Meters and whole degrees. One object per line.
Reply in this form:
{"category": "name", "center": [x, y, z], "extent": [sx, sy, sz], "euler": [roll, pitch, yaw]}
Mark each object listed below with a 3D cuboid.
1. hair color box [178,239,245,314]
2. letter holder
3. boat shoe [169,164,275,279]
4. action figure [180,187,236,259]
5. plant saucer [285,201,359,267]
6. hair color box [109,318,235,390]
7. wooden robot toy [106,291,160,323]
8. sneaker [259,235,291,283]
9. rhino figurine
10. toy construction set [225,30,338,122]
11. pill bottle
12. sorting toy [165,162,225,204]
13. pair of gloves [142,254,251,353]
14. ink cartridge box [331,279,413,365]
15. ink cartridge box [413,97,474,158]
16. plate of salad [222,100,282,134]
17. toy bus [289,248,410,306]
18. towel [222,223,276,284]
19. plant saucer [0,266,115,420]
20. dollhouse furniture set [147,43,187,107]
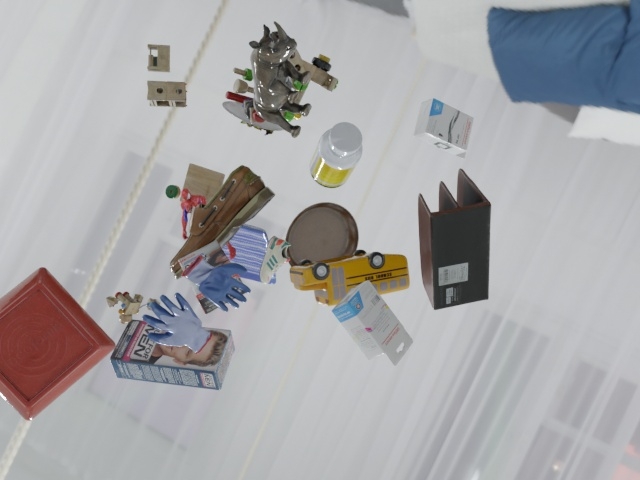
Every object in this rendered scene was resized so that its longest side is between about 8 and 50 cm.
{"category": "hair color box", "center": [-0.219, 0.070, 1.333], "extent": [0.167, 0.093, 0.053], "euler": [45, 161, 56]}
{"category": "letter holder", "center": [0.332, -0.010, 1.734], "extent": [0.152, 0.301, 0.214], "euler": [-11, -144, -4]}
{"category": "boat shoe", "center": [-0.239, -0.041, 1.485], "extent": [0.104, 0.307, 0.111], "euler": [48, -167, -1]}
{"category": "action figure", "center": [-0.341, -0.023, 1.924], "extent": [0.092, 0.139, 0.280], "euler": [-11, 131, 16]}
{"category": "plant saucer", "center": [0.000, 0.000, 2.556], "extent": [0.311, 0.310, 0.050], "euler": [26, -177, -28]}
{"category": "hair color box", "center": [-0.465, 0.359, 2.110], "extent": [0.348, 0.173, 0.105], "euler": [5, 133, 9]}
{"category": "wooden robot toy", "center": [-0.539, 0.193, 1.863], "extent": [0.076, 0.079, 0.173], "euler": [32, -167, 31]}
{"category": "sneaker", "center": [-0.140, 0.070, 2.107], "extent": [0.076, 0.161, 0.057], "euler": [19, -170, 15]}
{"category": "rhino figurine", "center": [-0.077, -0.287, 1.165], "extent": [0.106, 0.073, 0.243], "euler": [29, 155, 14]}
{"category": "toy construction set", "center": [-0.094, -0.425, 1.877], "extent": [0.237, 0.257, 0.309], "euler": [10, 174, -34]}
{"category": "pill bottle", "center": [0.039, -0.198, 1.532], "extent": [0.103, 0.103, 0.184], "euler": [26, 160, -3]}
{"category": "sorting toy", "center": [-0.369, -0.167, 2.162], "extent": [0.275, 0.132, 0.046], "euler": [19, -171, 19]}
{"category": "pair of gloves", "center": [-0.214, 0.110, 1.176], "extent": [0.023, 0.198, 0.159], "euler": [36, 174, 43]}
{"category": "ink cartridge box", "center": [0.120, 0.195, 1.515], "extent": [0.062, 0.104, 0.181], "euler": [-32, 96, 44]}
{"category": "ink cartridge box", "center": [0.354, -0.306, 1.826], "extent": [0.180, 0.104, 0.060], "euler": [19, 168, -24]}
{"category": "plate of salad", "center": [-0.203, -0.366, 1.996], "extent": [0.200, 0.048, 0.199], "euler": [21, -158, -9]}
{"category": "toy bus", "center": [0.085, 0.102, 1.891], "extent": [0.333, 0.130, 0.108], "euler": [-10, -173, -26]}
{"category": "towel", "center": [-0.279, 0.040, 2.241], "extent": [0.244, 0.040, 0.336], "euler": [13, 148, 12]}
{"category": "plant saucer", "center": [-0.652, 0.236, 1.516], "extent": [0.259, 0.258, 0.048], "euler": [50, 164, -8]}
{"category": "dollhouse furniture set", "center": [-0.521, -0.558, 2.267], "extent": [0.129, 0.183, 0.129], "euler": [0, -179, -10]}
